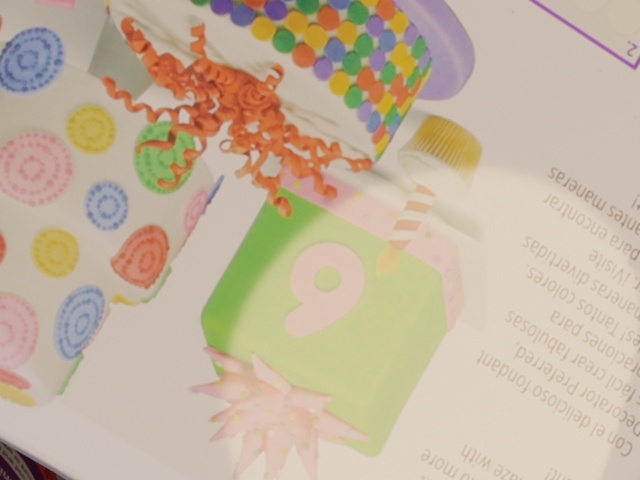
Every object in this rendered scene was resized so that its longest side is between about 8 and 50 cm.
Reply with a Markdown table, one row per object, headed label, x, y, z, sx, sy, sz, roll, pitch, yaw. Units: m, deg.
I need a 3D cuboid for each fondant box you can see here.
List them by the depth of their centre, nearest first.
| label | x | y | z | sx | sy | sz | roll | pitch | yaw |
| --- | --- | --- | --- | --- | --- | --- | --- | --- | --- |
| fondant box | 0.028 | -0.060 | 0.498 | 0.238 | 0.096 | 0.330 | 32 | 82 | -8 |

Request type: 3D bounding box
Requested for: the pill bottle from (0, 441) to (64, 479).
| label | x | y | z | sx | sy | sz | roll | pitch | yaw |
| --- | --- | --- | --- | --- | --- | --- | --- | --- | --- |
| pill bottle | -0.196 | 0.166 | 0.559 | 0.182 | 0.323 | 0.181 | -1 | 115 | -1 |
